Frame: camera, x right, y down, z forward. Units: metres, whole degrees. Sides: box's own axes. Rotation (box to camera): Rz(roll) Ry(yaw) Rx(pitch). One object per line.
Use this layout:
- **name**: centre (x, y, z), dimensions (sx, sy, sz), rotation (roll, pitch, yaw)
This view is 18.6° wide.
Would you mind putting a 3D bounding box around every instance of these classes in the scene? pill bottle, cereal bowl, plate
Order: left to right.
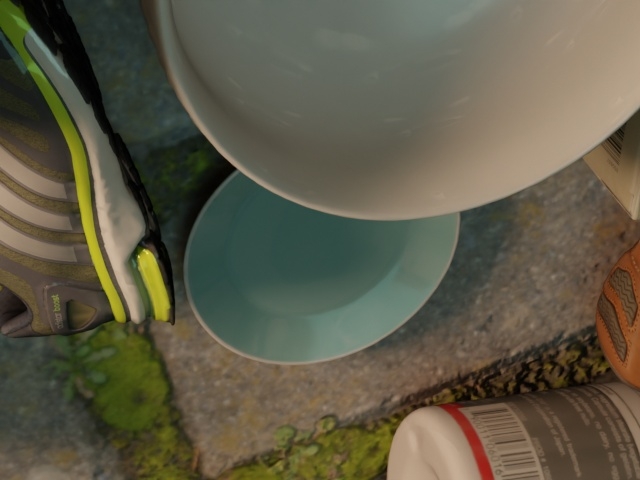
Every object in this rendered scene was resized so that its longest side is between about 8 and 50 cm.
- **plate**: centre (0.000, 0.000, 1.265), dimensions (0.188, 0.024, 0.188), rotation (-10, 127, -14)
- **cereal bowl**: centre (0.053, -0.187, 1.075), dimensions (0.339, 0.141, 0.339), rotation (-11, 128, -14)
- **pill bottle**: centre (0.204, 0.181, 1.389), dimensions (0.283, 0.161, 0.161), rotation (-5, 126, -18)

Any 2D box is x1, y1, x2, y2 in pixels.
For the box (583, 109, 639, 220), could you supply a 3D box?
- **box**: centre (0.314, -0.094, 1.277), dimensions (0.275, 0.094, 0.113), rotation (-7, 125, -16)

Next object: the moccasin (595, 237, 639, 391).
- **moccasin**: centre (0.382, 0.031, 1.381), dimensions (0.380, 0.139, 0.147), rotation (6, 131, -15)

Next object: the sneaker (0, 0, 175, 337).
- **sneaker**: centre (-0.176, -0.048, 1.109), dimensions (0.121, 0.111, 0.300), rotation (-21, 127, -1)
